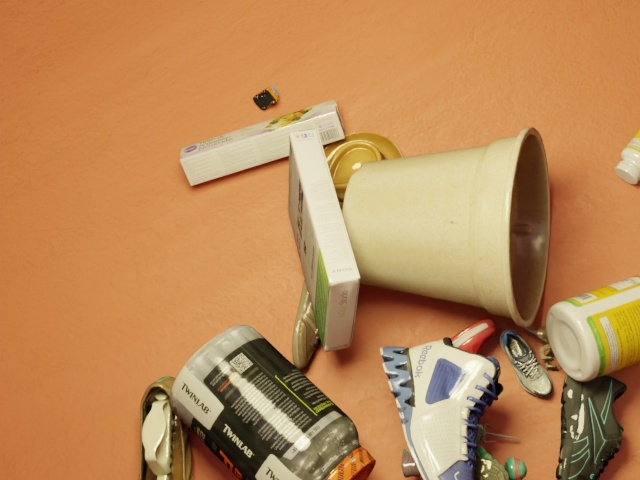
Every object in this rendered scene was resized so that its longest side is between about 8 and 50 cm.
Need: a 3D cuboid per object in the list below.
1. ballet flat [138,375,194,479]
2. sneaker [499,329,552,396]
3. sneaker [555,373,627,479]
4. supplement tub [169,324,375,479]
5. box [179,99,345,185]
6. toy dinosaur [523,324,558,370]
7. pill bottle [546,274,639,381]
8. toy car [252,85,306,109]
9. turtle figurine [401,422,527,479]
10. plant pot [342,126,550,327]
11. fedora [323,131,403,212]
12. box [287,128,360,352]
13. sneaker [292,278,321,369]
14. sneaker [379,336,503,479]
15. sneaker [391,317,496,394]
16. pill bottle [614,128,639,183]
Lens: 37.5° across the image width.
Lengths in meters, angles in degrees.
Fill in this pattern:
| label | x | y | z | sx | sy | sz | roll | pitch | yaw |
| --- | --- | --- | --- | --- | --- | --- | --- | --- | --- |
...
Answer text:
| label | x | y | z | sx | sy | sz | roll | pitch | yaw |
| --- | --- | --- | --- | --- | --- | --- | --- | --- | --- |
| ballet flat | -0.282 | 0.410 | 1.684 | 0.116 | 0.124 | 0.342 | -4 | 73 | 11 |
| sneaker | 0.355 | 0.214 | 1.641 | 0.052 | 0.058 | 0.135 | -35 | 71 | 1 |
| sneaker | 0.446 | 0.346 | 1.562 | 0.106 | 0.101 | 0.267 | 7 | 76 | 11 |
| supplement tub | -0.081 | 0.323 | 1.624 | 0.338 | 0.207 | 0.207 | 41 | 86 | 20 |
| box | -0.113 | -0.192 | 1.845 | 0.324 | 0.067 | 0.063 | -17 | 30 | 7 |
| toy dinosaur | 0.409 | 0.176 | 1.654 | 0.183 | 0.053 | 0.092 | 11 | 61 | 7 |
| pill bottle | 0.516 | 0.135 | 1.569 | 0.246 | 0.136 | 0.136 | -17 | 70 | -13 |
| toy car | -0.075 | -0.267 | 1.895 | 0.122 | 0.060 | 0.040 | 38 | 54 | -2 |
| turtle figurine | 0.261 | 0.391 | 1.578 | 0.234 | 0.118 | 0.175 | -13 | 78 | 16 |
| plant pot | 0.213 | -0.028 | 1.628 | 0.305 | 0.334 | 0.333 | 3 | 74 | 24 |
| fedora | 0.065 | -0.130 | 1.792 | 0.194 | 0.079 | 0.194 | -3 | 74 | 12 |
| box | 0.000 | 0.000 | 1.645 | 0.058 | 0.232 | 0.322 | -8 | 57 | -8 |
| sneaker | -0.005 | 0.147 | 1.733 | 0.071 | 0.066 | 0.188 | 6 | 76 | 13 |
| sneaker | 0.221 | 0.274 | 1.517 | 0.182 | 0.127 | 0.315 | -22 | 52 | 6 |
| sneaker | 0.245 | 0.243 | 1.655 | 0.221 | 0.087 | 0.128 | -40 | 78 | 11 |
| pill bottle | 0.584 | -0.160 | 1.698 | 0.065 | 0.065 | 0.116 | 38 | 85 | 19 |
